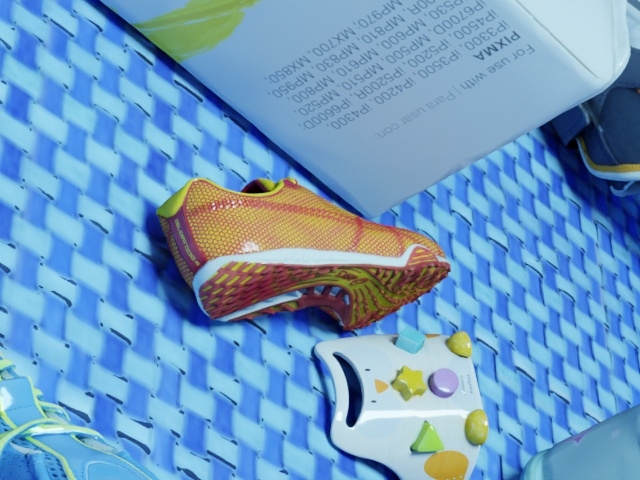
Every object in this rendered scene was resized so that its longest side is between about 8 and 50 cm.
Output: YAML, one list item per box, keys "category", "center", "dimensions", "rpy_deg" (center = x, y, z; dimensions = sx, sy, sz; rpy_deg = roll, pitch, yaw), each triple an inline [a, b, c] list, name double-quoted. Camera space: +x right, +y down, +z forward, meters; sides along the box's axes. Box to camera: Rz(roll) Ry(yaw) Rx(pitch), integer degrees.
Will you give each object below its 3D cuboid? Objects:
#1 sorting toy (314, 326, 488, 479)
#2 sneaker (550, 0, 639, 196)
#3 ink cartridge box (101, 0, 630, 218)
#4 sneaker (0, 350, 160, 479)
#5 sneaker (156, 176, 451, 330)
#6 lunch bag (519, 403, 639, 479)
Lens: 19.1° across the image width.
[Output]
- category: "sorting toy"
  center: [0.033, 0.072, 0.878]
  dimensions: [0.075, 0.045, 0.083]
  rpy_deg: [6, 58, -30]
- category: "sneaker"
  center: [0.180, -0.110, 1.156]
  dimensions: [0.321, 0.127, 0.126]
  rpy_deg: [43, 20, 21]
- category: "ink cartridge box"
  center: [-0.035, -0.235, 0.904]
  dimensions: [0.384, 0.160, 0.279]
  rpy_deg: [38, 39, -30]
- category: "sneaker"
  center: [-0.098, 0.072, 0.606]
  dimensions: [0.091, 0.126, 0.240]
  rpy_deg: [6, 61, -52]
- category: "sneaker"
  center: [0.000, 0.000, 0.862]
  dimensions: [0.175, 0.064, 0.067]
  rpy_deg: [12, 45, -53]
- category: "lunch bag"
  center: [0.215, 0.219, 0.940]
  dimensions: [0.224, 0.108, 0.279]
  rpy_deg: [9, 59, -55]
